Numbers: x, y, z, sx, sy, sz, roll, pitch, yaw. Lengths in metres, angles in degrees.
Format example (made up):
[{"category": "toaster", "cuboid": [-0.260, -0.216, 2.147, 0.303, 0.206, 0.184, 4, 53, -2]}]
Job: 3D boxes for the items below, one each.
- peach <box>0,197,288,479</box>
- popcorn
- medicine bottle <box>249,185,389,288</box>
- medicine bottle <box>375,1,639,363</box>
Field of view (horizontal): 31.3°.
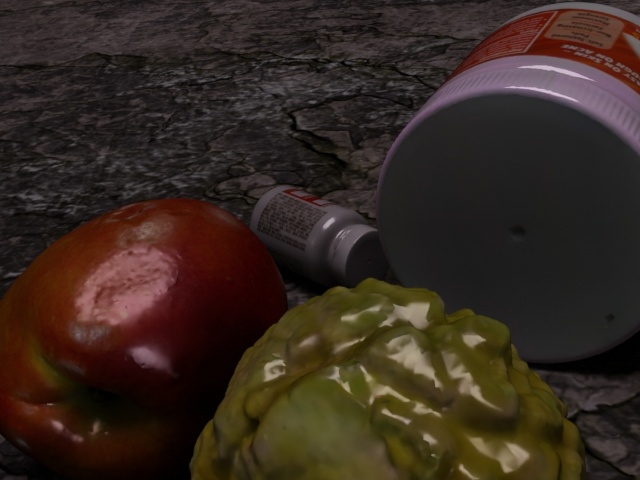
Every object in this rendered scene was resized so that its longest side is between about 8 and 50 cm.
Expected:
[{"category": "peach", "cuboid": [-0.139, 0.076, 0.874, 0.243, 0.199, 0.243, -19, 19, 7]}, {"category": "popcorn", "cuboid": [0.038, 0.146, 0.695, 0.259, 0.259, 0.212, 13, 5, 34]}, {"category": "medicine bottle", "cuboid": [0.000, 0.000, 1.123, 0.079, 0.079, 0.140, -26, 32, -34]}, {"category": "medicine bottle", "cuboid": [0.203, -0.057, 1.000, 0.252, 0.252, 0.241, 6, 30, 24]}]
